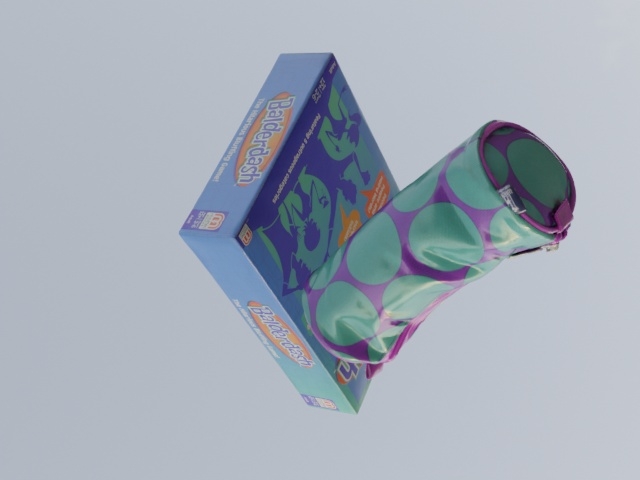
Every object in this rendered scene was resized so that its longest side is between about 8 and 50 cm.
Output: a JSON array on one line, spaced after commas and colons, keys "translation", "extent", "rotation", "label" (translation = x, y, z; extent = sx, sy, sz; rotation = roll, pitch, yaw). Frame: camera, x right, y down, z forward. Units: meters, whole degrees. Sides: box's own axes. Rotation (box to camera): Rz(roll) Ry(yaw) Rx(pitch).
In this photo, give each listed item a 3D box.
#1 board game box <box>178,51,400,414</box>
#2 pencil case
[{"translation": [0.000, 0.000, 0.694], "extent": [0.210, 0.047, 0.160], "rotation": [59, -134, -45], "label": "board game box"}, {"translation": [0.058, 0.007, 0.514], "extent": [0.064, 0.151, 0.070], "rotation": [-21, -106, -51], "label": "pencil case"}]
